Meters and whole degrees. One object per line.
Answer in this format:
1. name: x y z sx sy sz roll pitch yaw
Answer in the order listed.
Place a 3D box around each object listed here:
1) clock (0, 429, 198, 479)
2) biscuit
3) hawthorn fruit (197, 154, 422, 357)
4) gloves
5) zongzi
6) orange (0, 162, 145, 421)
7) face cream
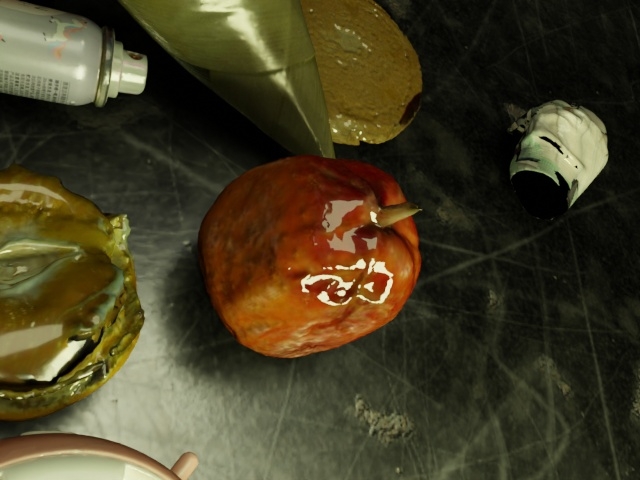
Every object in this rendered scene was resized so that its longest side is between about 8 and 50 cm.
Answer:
1. clock: -0.151 0.217 0.299 0.241 0.142 0.227 10 61 -36
2. biscuit: 0.020 -0.200 0.662 0.226 0.042 0.226 11 61 -21
3. hawthorn fruit: -0.010 0.005 0.459 0.173 0.179 0.173 0 67 -1
4. gloves: 0.307 -0.121 0.746 0.127 0.111 0.212 37 61 -1
5. zongzi: -0.083 -0.196 0.452 0.317 0.154 0.289 57 11 4
6. orange: -0.190 0.038 0.378 0.160 0.112 0.170 34 29 4
7. face cream: -0.256 -0.154 0.463 0.229 0.075 0.075 6 63 -28
